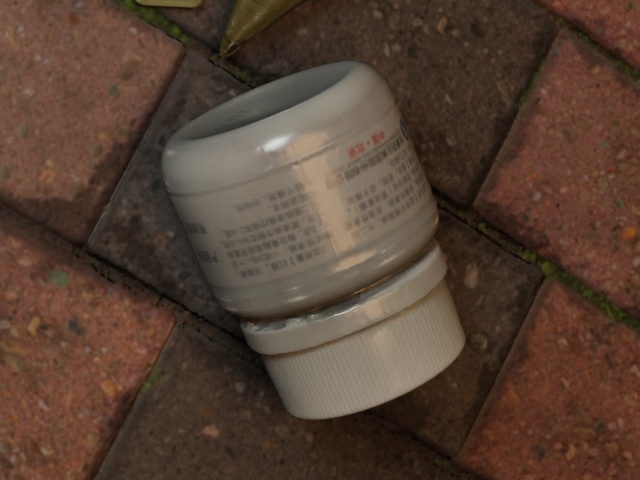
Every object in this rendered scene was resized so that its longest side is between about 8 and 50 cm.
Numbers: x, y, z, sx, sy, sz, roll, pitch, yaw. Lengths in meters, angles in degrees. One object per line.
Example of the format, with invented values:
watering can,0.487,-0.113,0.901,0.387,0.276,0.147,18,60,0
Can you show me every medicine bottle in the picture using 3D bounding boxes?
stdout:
medicine bottle,0.000,0.000,1.907,0.245,0.245,0.306,-28,105,-22

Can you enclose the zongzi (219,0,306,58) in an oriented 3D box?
zongzi,0.047,-0.298,1.989,0.260,0.123,0.289,12,98,-29

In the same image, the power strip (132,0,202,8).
power strip,-0.154,-0.320,1.931,0.076,0.028,0.169,-1,94,-25
